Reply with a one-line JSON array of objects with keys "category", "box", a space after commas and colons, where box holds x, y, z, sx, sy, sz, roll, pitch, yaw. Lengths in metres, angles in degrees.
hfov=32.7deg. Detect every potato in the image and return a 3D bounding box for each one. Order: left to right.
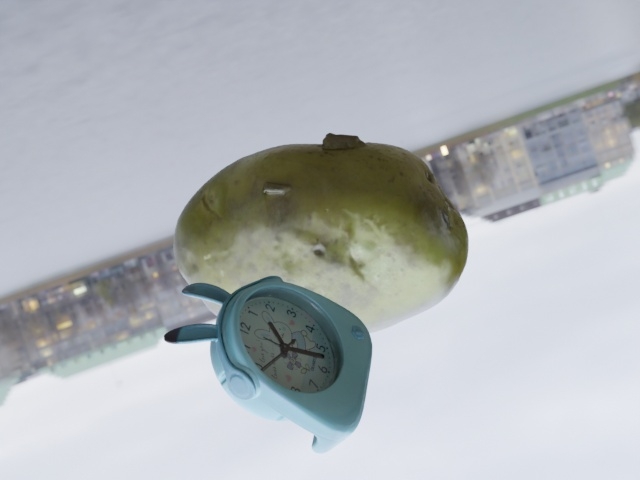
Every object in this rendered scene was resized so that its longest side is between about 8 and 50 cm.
[{"category": "potato", "box": [0.000, -0.001, 0.934, 0.228, 0.149, 0.197, -26, 136, 22]}]

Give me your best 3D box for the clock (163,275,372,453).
[{"category": "clock", "box": [-0.035, 0.076, 0.769, 0.045, 0.147, 0.108, -47, -159, 40]}]
